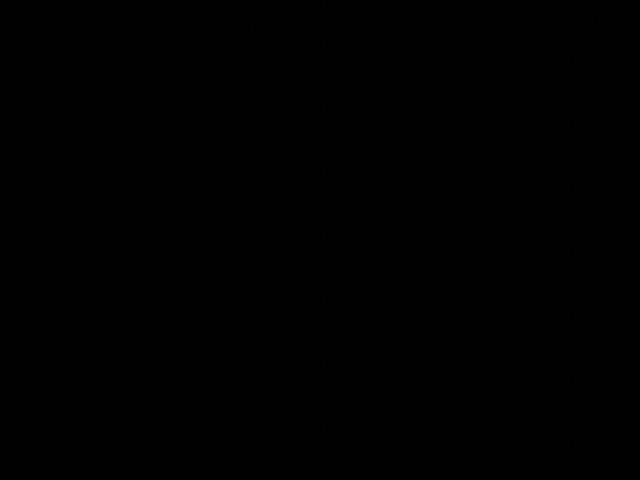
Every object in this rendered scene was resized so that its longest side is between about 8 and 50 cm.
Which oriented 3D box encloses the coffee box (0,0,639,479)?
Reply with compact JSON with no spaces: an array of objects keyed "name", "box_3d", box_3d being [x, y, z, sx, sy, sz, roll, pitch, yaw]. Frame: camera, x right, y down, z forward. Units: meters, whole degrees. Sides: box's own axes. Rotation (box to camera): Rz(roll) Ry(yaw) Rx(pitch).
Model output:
[{"name":"coffee box","box_3d":[0.017,-0.036,0.157,0.334,0.338,0.337,-24,13,48]}]
